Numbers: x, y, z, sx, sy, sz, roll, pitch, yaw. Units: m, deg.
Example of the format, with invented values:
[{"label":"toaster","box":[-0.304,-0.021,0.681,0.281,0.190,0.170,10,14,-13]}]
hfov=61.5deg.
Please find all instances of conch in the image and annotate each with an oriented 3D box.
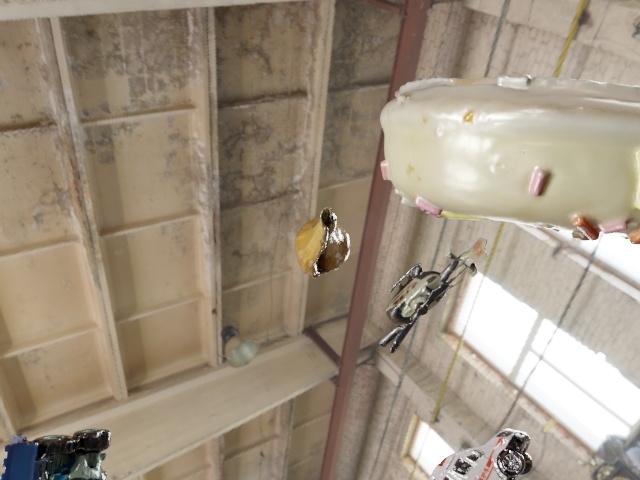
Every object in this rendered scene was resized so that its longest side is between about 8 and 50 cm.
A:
[{"label":"conch","box":[-0.003,-0.004,0.942,0.109,0.093,0.330,-35,-18,-7]}]

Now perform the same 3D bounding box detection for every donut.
[{"label":"donut","box":[0.249,-0.087,0.602,0.382,0.382,0.143,-2,-76,-42]}]

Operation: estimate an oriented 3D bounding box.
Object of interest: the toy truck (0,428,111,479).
[{"label":"toy truck","box":[-0.509,0.419,1.010,0.208,0.126,0.113,18,-109,-55]}]

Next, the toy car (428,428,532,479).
[{"label":"toy car","box":[0.204,0.340,0.733,0.089,0.108,0.210,34,-97,-53]}]

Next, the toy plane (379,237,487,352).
[{"label":"toy plane","box":[0.088,0.038,0.428,0.031,0.049,0.121,35,-62,-10]}]
